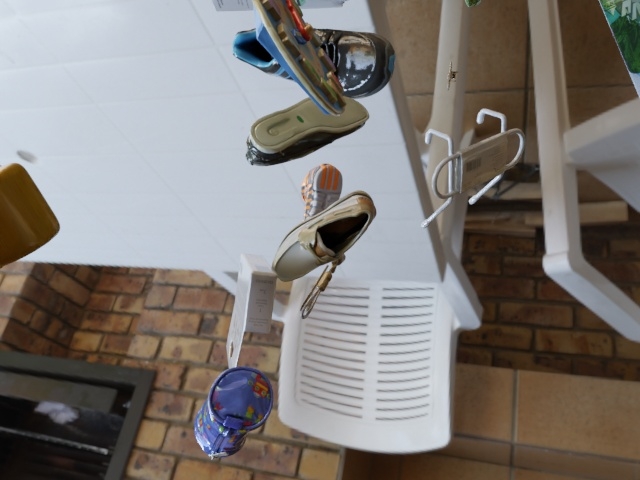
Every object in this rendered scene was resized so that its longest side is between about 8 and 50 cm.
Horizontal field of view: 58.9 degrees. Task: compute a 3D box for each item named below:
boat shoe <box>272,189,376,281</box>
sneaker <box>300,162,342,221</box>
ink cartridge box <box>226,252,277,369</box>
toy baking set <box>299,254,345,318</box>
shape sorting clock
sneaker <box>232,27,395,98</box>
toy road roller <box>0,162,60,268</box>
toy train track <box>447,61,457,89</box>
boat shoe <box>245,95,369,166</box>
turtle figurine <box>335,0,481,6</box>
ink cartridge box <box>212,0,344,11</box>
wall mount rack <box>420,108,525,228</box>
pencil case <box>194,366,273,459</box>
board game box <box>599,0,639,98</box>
[{"bbox_3d":[0.000,0.000,1.333,0.302,0.103,0.113,-42,107,15],"label":"boat shoe"},{"bbox_3d":[-0.009,-0.093,1.857,0.124,0.321,0.180,12,-173,-17],"label":"sneaker"},{"bbox_3d":[-0.172,0.179,1.375,0.066,0.261,0.296,8,-175,-13],"label":"ink cartridge box"},{"bbox_3d":[0.008,0.120,1.530,0.030,0.197,0.256,30,-176,6],"label":"toy baking set"},{"bbox_3d":[-0.025,-0.243,0.683,0.040,0.206,0.206,-31,136,21],"label":"shape sorting clock"},{"bbox_3d":[-0.020,-0.342,1.079,0.340,0.125,0.139,17,-163,35],"label":"sneaker"},{"bbox_3d":[-0.588,-0.007,0.909,0.240,0.330,0.203,-12,119,19],"label":"toy road roller"},{"bbox_3d":[0.234,-0.289,0.996,0.014,0.048,0.083,8,-162,15],"label":"toy train track"},{"bbox_3d":[-0.022,-0.186,0.959,0.233,0.084,0.079,-24,159,-27],"label":"boat shoe"},{"bbox_3d":[0.183,-0.466,0.882,0.266,0.197,0.275,47,153,24],"label":"turtle figurine"},{"bbox_3d":[-0.089,-0.593,1.162,0.278,0.202,0.117,-2,178,0],"label":"ink cartridge box"},{"bbox_3d":[0.392,-0.180,1.537,0.130,0.350,0.304,34,139,46],"label":"wall mount rack"},{"bbox_3d":[-0.182,0.353,1.135,0.119,0.133,0.306,16,147,-9],"label":"pencil case"},{"bbox_3d":[0.522,-0.333,0.690,0.318,0.066,0.318,-19,132,37],"label":"board game box"}]
